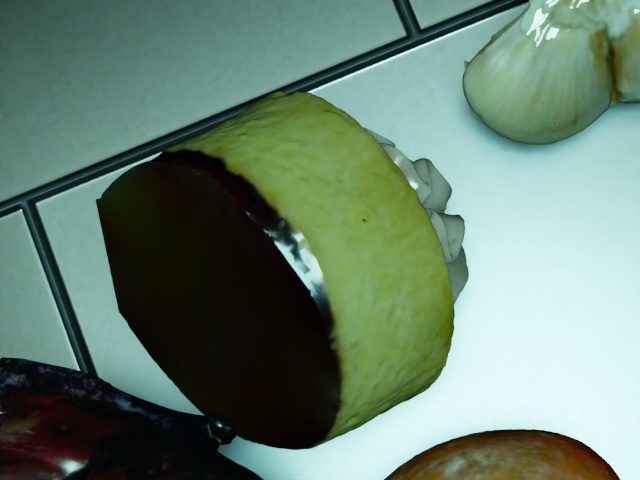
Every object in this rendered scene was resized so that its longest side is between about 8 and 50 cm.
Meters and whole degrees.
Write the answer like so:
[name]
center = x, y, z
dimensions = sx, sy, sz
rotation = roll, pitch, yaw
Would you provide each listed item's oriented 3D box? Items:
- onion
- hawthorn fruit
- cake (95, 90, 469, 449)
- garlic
[onion]
center = -0.143, 0.184, 0.733
dimensions = 0.281, 0.281, 0.221
rotation = 8, 69, 7
[hawthorn fruit]
center = 0.097, 0.185, 0.744
dimensions = 0.173, 0.173, 0.173
rotation = -1, 83, 6
[cake]
center = 0.000, 0.000, 0.776
dimensions = 0.208, 0.185, 0.178
rotation = 42, 53, 11
[garlic]
center = 0.164, -0.129, 0.816
dimensions = 0.174, 0.099, 0.124
rotation = -32, 100, 5
